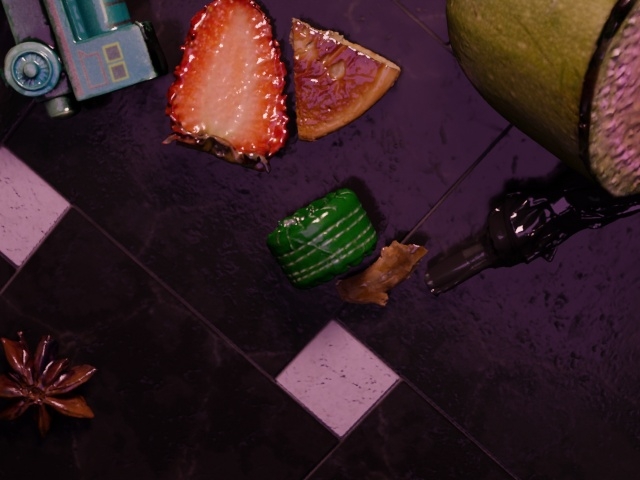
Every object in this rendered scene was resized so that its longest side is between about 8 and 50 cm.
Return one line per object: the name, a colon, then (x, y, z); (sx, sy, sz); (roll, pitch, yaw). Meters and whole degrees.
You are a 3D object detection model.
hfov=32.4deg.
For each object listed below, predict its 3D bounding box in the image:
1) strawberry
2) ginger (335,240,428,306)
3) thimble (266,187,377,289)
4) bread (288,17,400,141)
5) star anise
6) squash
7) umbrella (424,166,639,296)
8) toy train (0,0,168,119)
strawberry: (-0.108, -0.192, 1.385); (0.167, 0.087, 0.208); (21, 79, -16)
ginger: (0.082, 0.042, 1.419); (0.137, 0.044, 0.057); (-37, 124, 20)
thimble: (0.000, 0.000, 1.385); (0.130, 0.118, 0.090); (-23, 103, 40)
bread: (0.032, -0.204, 1.365); (0.136, 0.054, 0.154); (-4, 107, 11)
star anise: (-0.384, 0.202, 1.515); (0.168, 0.057, 0.168); (2, 101, 9)
squash: (0.295, -0.247, 1.225); (0.309, 0.310, 0.310); (42, 110, 43)
umbrella: (0.276, -0.026, 1.353); (0.340, 0.118, 0.118); (-32, 96, 20)
toy train: (-0.319, -0.308, 1.368); (0.194, 0.120, 0.298); (-16, 99, 4)
